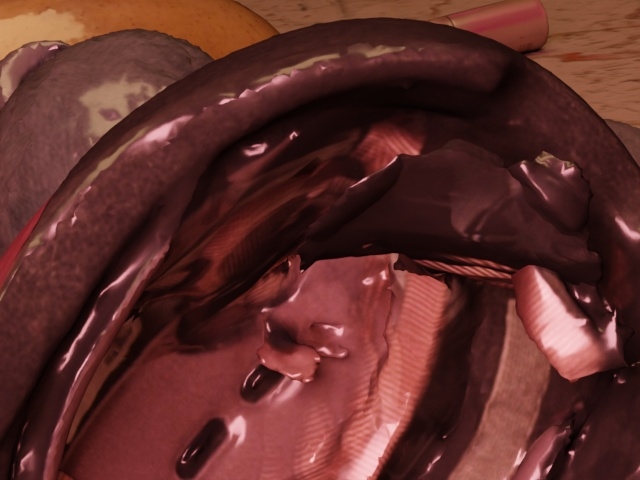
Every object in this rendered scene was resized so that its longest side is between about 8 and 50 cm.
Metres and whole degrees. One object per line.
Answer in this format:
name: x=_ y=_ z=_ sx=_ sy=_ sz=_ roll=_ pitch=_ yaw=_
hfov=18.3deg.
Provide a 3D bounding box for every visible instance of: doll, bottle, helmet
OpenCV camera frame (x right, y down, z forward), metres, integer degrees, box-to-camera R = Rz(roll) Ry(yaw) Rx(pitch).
doll: x=-0.003 y=0.005 z=0.963 sx=0.340 sy=0.158 sz=0.246 roll=7 pitch=48 yaw=-2
bottle: x=0.132 y=-0.166 z=1.593 sx=0.096 sy=0.045 sz=0.045 roll=-15 pitch=18 yaw=-17
helmet: x=-0.012 y=0.049 z=0.591 sx=0.253 sy=0.198 sz=0.154 roll=-46 pitch=16 yaw=4

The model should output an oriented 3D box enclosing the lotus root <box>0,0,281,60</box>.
lotus root: x=-0.096 y=-0.066 z=1.141 sx=0.310 sy=0.183 sz=0.183 roll=-6 pitch=14 yaw=-25
